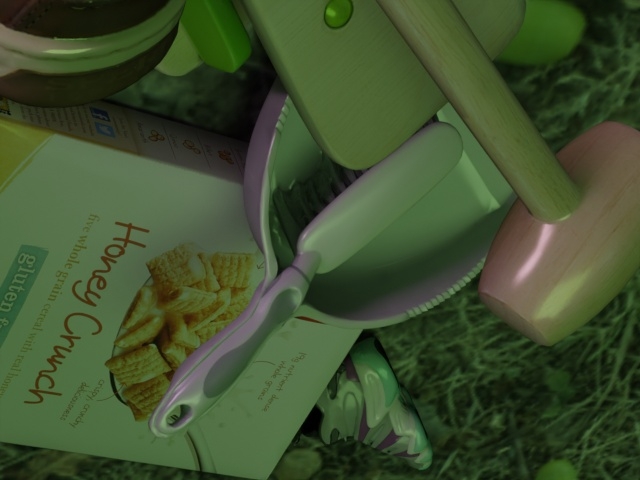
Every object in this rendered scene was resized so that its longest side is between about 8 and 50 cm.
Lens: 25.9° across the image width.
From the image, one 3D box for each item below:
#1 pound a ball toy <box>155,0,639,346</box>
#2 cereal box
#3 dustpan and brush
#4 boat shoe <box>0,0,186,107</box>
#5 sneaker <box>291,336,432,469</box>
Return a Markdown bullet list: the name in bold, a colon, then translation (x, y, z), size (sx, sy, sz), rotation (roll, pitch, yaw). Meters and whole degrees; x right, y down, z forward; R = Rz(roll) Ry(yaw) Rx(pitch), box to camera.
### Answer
- **pound a ball toy**: translation (0.005, -0.138, 0.432), size (0.136, 0.208, 0.319), rotation (-45, 135, -15)
- **cereal box**: translation (-0.093, 0.025, 0.642), size (0.240, 0.047, 0.173), rotation (14, 121, -30)
- **dustpan and brush**: translation (0.000, 0.000, 0.588), size (0.211, 0.060, 0.147), rotation (-42, 121, -10)
- **boat shoe**: translation (-0.127, -0.150, 0.356), size (0.095, 0.257, 0.095), rotation (-45, 168, -32)
- **sneaker**: translation (0.018, 0.100, 0.762), size (0.069, 0.038, 0.098), rotation (-26, 124, 3)
